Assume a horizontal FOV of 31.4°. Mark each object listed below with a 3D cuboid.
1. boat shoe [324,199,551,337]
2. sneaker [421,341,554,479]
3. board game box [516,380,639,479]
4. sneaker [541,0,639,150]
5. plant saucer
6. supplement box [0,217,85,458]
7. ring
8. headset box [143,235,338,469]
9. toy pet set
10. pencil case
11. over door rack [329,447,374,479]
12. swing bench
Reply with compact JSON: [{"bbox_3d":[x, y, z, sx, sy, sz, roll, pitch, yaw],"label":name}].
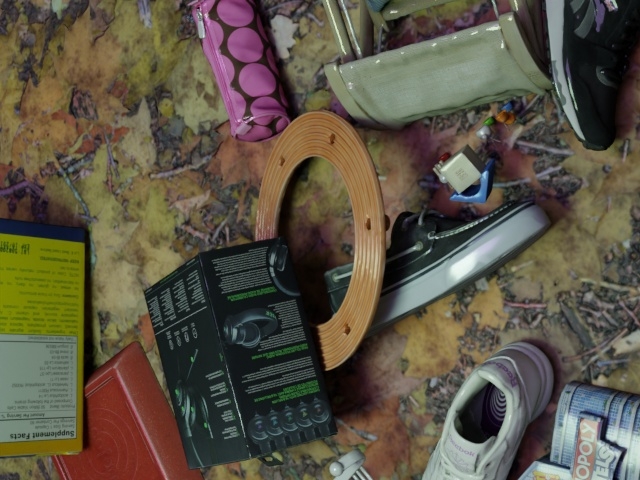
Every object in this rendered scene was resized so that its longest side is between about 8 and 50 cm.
[{"bbox_3d":[0.125,0.018,1.419,0.335,0.121,0.119,-31,80,32],"label":"boat shoe"},{"bbox_3d":[0.172,0.264,1.383,0.114,0.152,0.305,27,108,27],"label":"sneaker"},{"bbox_3d":[0.319,0.273,1.341,0.194,0.060,0.194,9,97,32],"label":"board game box"},{"bbox_3d":[0.324,-0.247,1.292,0.124,0.107,0.283,-10,87,27],"label":"sneaker"},{"bbox_3d":[-0.327,0.329,1.773,0.259,0.047,0.258,-36,73,28],"label":"plant saucer"},{"bbox_3d":[-0.500,0.154,1.756,0.195,0.194,0.357,-7,80,37],"label":"supplement box"},{"bbox_3d":[0.000,0.000,1.477,0.336,0.032,0.337,4,94,61],"label":"ring"},{"bbox_3d":[-0.110,0.166,1.515,0.246,0.131,0.283,-31,72,61],"label":"headset box"},{"bbox_3d":[0.198,-0.095,1.391,0.122,0.114,0.065,-39,96,30],"label":"toy pet set"},{"bbox_3d":[-0.114,-0.240,1.578,0.095,0.098,0.209,-27,78,31],"label":"pencil case"},{"bbox_3d":[0.032,0.454,1.464,0.239,0.108,0.324,50,133,22],"label":"over door rack"},{"bbox_3d":[0.137,-0.278,1.373,0.253,0.165,0.255,-11,86,32],"label":"swing bench"}]
